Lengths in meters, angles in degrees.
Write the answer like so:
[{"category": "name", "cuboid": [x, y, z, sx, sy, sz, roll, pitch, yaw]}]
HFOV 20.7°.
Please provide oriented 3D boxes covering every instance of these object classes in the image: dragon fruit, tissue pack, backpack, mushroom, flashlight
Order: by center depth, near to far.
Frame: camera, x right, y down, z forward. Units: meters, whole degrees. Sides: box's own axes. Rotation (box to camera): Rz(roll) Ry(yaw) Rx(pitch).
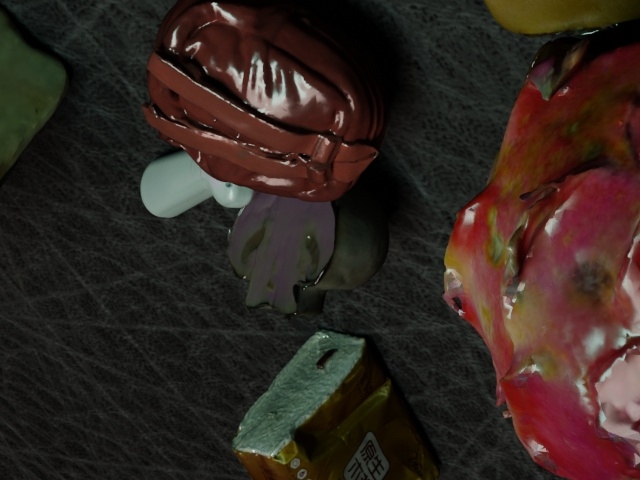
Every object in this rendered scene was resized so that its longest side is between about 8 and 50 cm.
[{"category": "dragon fruit", "cuboid": [0.260, 0.061, 1.152, 0.386, 0.249, 0.371, 41, 129, -15]}, {"category": "backpack", "cuboid": [-0.044, -0.123, 1.510, 0.229, 0.139, 0.229, 17, 137, 16]}, {"category": "mushroom", "cuboid": [0.000, 0.000, 1.643, 0.188, 0.117, 0.141, 6, 96, 61]}, {"category": "flashlight", "cuboid": [-0.115, -0.065, 1.711, 0.047, 0.093, 0.200, 2, 169, -33]}, {"category": "tissue pack", "cuboid": [0.017, 0.233, 1.871, 0.092, 0.183, 0.226, 8, 138, 39]}]

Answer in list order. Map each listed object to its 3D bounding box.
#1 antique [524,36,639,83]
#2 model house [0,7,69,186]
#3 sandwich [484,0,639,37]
[{"category": "antique", "cuboid": [0.275, -0.053, 1.314, 0.278, 0.129, 0.223, 26, 122, -2]}, {"category": "model house", "cuboid": [-0.484, -0.058, 1.745, 0.334, 0.382, 0.342, 41, 144, -10]}, {"category": "sandwich", "cuboid": [0.187, -0.248, 1.237, 0.245, 0.063, 0.212, -5, 131, 43]}]
